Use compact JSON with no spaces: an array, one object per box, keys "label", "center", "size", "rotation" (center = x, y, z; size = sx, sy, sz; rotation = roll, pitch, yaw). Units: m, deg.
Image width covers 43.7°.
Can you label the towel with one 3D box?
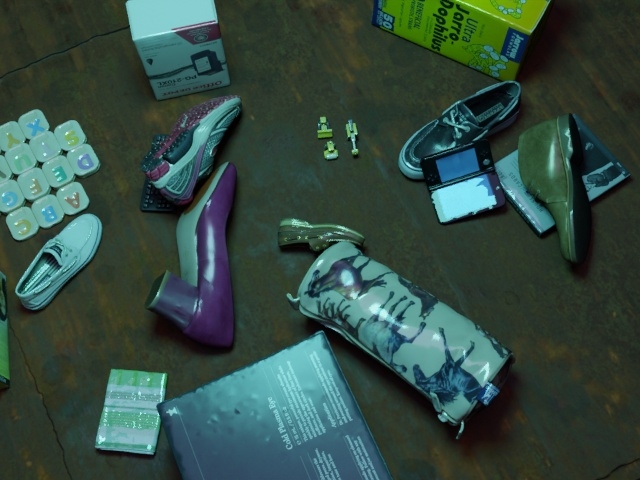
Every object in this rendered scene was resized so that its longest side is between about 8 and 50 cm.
[{"label":"towel","center":[-0.350,0.319,1.488],"size":[0.113,0.023,0.152],"rotation":[6,66,1]}]

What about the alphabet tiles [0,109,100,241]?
[{"label":"alphabet tiles","center":[-0.618,-0.144,1.684],"size":[0.284,0.021,0.278],"rotation":[-28,70,-10]}]

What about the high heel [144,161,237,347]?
[{"label":"high heel","center":[-0.202,0.025,1.585],"size":[0.181,0.127,0.377],"rotation":[33,60,-22]}]

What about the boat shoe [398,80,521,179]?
[{"label":"boat shoe","center":[0.292,-0.236,1.654],"size":[0.301,0.102,0.108],"rotation":[-29,70,-10]}]

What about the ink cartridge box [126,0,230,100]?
[{"label":"ink cartridge box","center":[-0.290,-0.407,1.668],"size":[0.171,0.237,0.100],"rotation":[-13,70,-4]}]

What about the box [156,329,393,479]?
[{"label":"box","center":[-0.066,0.385,1.365],"size":[0.312,0.179,0.343],"rotation":[-22,68,-9]}]

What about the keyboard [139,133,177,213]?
[{"label":"keyboard","center":[-0.314,-0.142,1.674],"size":[0.108,0.023,0.180],"rotation":[5,68,3]}]

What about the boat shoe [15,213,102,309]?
[{"label":"boat shoe","center":[-0.512,0.036,1.576],"size":[0.083,0.076,0.226],"rotation":[25,70,11]}]

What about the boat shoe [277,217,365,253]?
[{"label":"boat shoe","center":[0.000,0.000,1.589],"size":[0.177,0.064,0.060],"rotation":[8,73,12]}]

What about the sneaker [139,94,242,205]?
[{"label":"sneaker","center":[-0.253,-0.197,1.648],"size":[0.120,0.112,0.299],"rotation":[-4,40,41]}]

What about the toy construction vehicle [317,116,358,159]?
[{"label":"toy construction vehicle","center":[0.037,-0.222,1.691],"size":[0.085,0.035,0.098],"rotation":[-4,67,0]}]

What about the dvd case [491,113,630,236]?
[{"label":"dvd case","center":[0.489,-0.138,1.649],"size":[0.238,0.029,0.179],"rotation":[-32,70,-10]}]

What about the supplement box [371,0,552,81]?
[{"label":"supplement box","center":[0.311,-0.526,1.724],"size":[0.356,0.194,0.195],"rotation":[27,70,12]}]

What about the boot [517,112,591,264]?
[{"label":"boot","center":[0.464,-0.094,1.581],"size":[0.115,0.112,0.305],"rotation":[-12,70,29]}]

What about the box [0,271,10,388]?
[{"label":"box","center":[-0.638,0.164,1.521],"size":[0.058,0.087,0.232],"rotation":[-10,69,-2]}]

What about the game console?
[{"label":"game console","center":[0.286,-0.119,1.603],"size":[0.144,0.124,0.085],"rotation":[-18,42,8]}]

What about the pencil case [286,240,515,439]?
[{"label":"pencil case","center":[0.144,0.169,1.460],"size":[0.410,0.160,0.183],"rotation":[34,58,14]}]
